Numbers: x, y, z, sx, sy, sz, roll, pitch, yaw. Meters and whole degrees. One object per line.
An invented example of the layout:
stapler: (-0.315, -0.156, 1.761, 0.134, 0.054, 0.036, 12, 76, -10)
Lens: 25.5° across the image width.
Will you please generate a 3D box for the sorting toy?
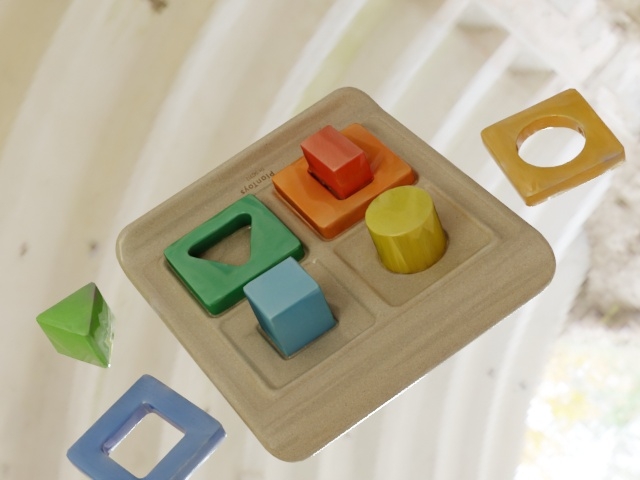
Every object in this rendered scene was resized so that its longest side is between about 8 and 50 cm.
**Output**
sorting toy: (0.000, 0.000, 0.761, 0.196, 0.348, 0.047, 46, 164, 41)
